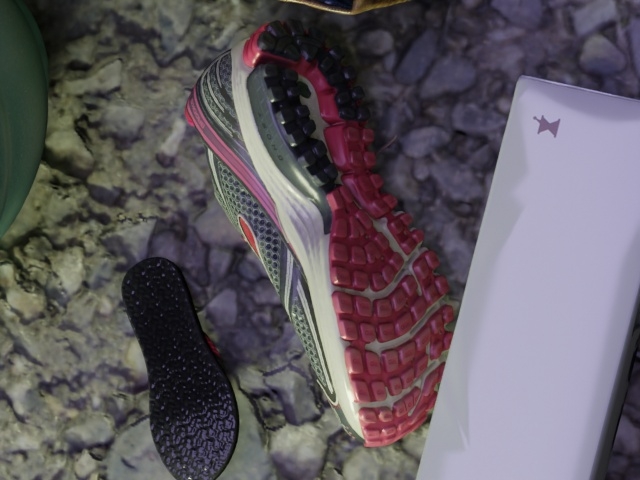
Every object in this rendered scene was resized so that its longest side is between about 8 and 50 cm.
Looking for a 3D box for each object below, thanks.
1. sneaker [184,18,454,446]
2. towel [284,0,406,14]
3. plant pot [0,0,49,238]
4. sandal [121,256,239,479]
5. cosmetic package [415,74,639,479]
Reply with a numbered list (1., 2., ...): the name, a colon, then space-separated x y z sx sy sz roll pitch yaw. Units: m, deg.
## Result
1. sneaker: 0.000 0.000 0.985 0.112 0.121 0.299 -25 81 43
2. towel: -0.106 -0.213 0.935 0.370 0.271 0.040 15 108 15
3. plant pot: -0.315 -0.106 0.999 0.293 0.196 0.293 6 113 15
4. sandal: -0.100 0.097 1.040 0.067 0.040 0.179 -22 67 8
5. cosmetic package: 0.129 0.111 0.843 0.097 0.284 0.377 14 92 16
